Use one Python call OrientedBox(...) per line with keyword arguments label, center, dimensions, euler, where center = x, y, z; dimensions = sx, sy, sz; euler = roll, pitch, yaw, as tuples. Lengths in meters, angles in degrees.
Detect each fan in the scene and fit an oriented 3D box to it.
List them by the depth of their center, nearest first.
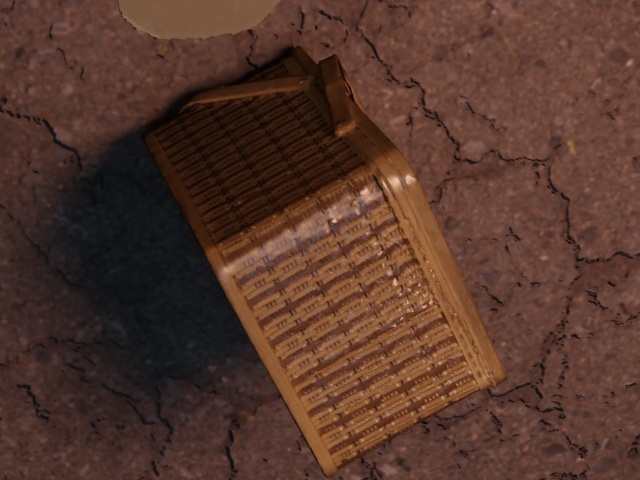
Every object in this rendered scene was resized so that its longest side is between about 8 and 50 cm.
OrientedBox(label="fan", center=(-0.040, -0.275, 1.487), dimensions=(0.310, 0.010, 0.182), euler=(-26, 118, 9))

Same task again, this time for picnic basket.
OrientedBox(label="picnic basket", center=(0.000, 0.000, 1.472), dimensions=(0.175, 0.313, 0.228), euler=(-29, 116, -3))
